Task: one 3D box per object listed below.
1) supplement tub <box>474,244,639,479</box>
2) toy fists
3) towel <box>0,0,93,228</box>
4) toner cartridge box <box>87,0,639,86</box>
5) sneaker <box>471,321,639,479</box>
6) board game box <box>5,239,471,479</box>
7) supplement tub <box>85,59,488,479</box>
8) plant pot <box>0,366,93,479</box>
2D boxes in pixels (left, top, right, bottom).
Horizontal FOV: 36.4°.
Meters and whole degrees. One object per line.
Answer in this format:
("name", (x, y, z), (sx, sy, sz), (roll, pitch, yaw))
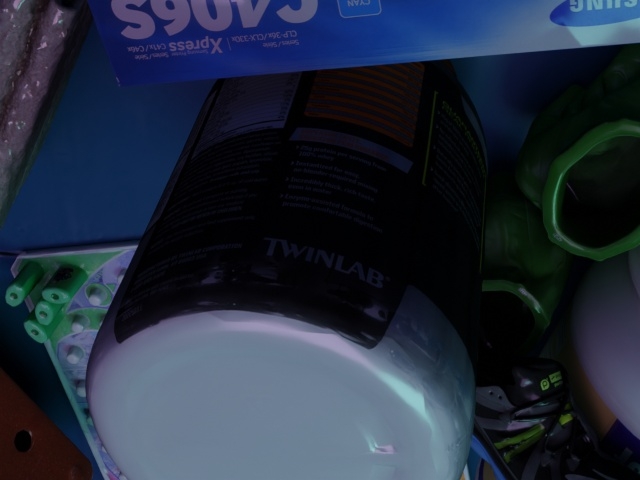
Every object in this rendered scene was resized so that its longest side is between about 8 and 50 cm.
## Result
("supplement tub", (0.275, 0.141, 0.739), (0.241, 0.241, 0.331), (16, 131, -1))
("toy fists", (0.166, -0.022, 0.696), (0.096, 0.142, 0.279), (36, 129, 4))
("towel", (-0.205, -0.108, 0.671), (0.049, 0.187, 0.282), (24, 129, -14))
("toner cartridge box", (0.053, -0.175, 0.575), (0.348, 0.165, 0.075), (-2, 130, 15))
("sneaker", (0.143, 0.120, 0.637), (0.188, 0.067, 0.078), (41, 128, 31))
("board game box", (-0.067, 0.171, 0.931), (0.390, 0.050, 0.390), (-5, 121, 16))
("supplement tub", (0.000, 0.000, 0.616), (0.207, 0.338, 0.207), (6, 130, 7))
("plant pot", (-0.380, 0.234, 0.910), (0.236, 0.267, 0.267), (-8, 128, 34))
